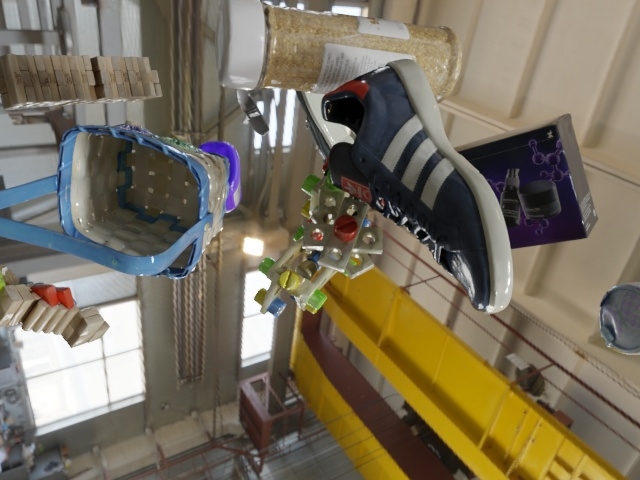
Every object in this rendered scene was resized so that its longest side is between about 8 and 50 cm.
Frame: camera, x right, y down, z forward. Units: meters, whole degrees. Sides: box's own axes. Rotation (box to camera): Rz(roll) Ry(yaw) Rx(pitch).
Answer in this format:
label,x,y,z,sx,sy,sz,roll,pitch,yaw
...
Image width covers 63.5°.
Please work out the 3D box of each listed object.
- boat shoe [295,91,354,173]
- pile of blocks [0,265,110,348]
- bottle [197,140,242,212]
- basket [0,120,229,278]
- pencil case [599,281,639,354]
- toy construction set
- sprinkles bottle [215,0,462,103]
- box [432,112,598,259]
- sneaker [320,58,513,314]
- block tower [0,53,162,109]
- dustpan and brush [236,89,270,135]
label,x,y,z,sx,sy,sz,roll,pitch,yaw
boat shoe,-0.002,-0.275,1.266,0.099,0.116,0.319,-17,-74,41
pile of blocks,-0.593,0.103,1.051,0.112,0.362,0.149,-46,-140,22
bottle,-0.220,-0.122,1.130,0.283,0.092,0.118,132,-44,-79
basket,-0.270,-0.050,0.707,0.255,0.289,0.201,16,-62,8
pencil case,0.613,0.137,0.878,0.113,0.273,0.124,-115,-147,-56
toy construction set,0.000,0.000,0.788,0.151,0.215,0.327,42,-24,1
sprinkles bottle,0.029,-0.274,0.766,0.121,0.355,0.121,179,-90,-70
box,0.298,-0.081,0.873,0.261,0.103,0.184,-12,-80,40
sneaker,0.095,-0.060,0.614,0.131,0.148,0.350,81,-9,-59
block tower,-0.499,-0.333,1.082,0.097,0.335,0.091,-1,-76,32
dustpan and brush,-0.201,-0.358,1.475,0.147,0.060,0.211,61,0,-9
